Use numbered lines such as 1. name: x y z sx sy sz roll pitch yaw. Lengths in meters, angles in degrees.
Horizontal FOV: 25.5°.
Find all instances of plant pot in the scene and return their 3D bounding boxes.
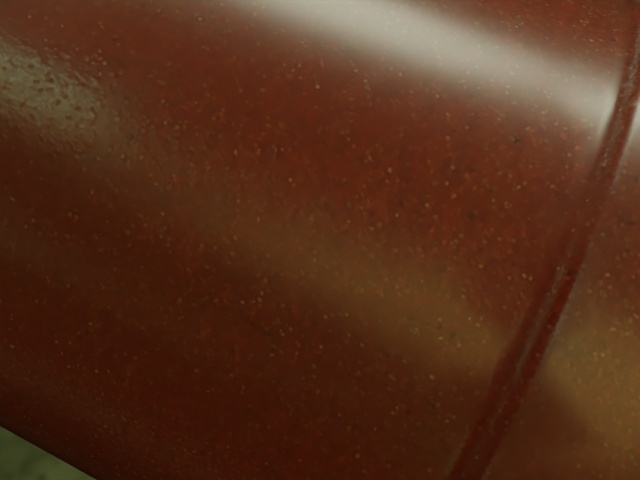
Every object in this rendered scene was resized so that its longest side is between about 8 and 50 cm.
1. plant pot: 0.000 0.000 0.497 0.265 0.272 0.272 23 99 1
